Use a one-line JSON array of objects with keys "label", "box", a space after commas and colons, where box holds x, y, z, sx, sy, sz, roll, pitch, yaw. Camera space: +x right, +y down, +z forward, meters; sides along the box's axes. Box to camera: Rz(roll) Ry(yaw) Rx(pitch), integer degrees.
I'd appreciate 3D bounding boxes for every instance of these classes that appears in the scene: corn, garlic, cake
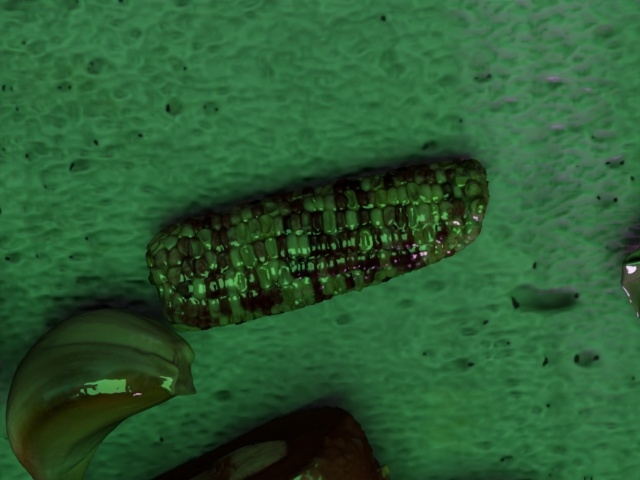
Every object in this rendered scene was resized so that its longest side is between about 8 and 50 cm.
[{"label": "corn", "box": [0.000, 0.000, 1.523, 0.290, 0.098, 0.098, -16, 112, 0]}, {"label": "garlic", "box": [-0.201, 0.126, 1.553, 0.128, 0.115, 0.206, 11, 136, -32]}, {"label": "cake", "box": [-0.067, 0.252, 1.580, 0.283, 0.177, 0.151, -30, 110, 4]}]

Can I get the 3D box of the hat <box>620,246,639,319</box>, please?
[{"label": "hat", "box": [0.352, 0.005, 1.562, 0.166, 0.144, 0.173, 28, 66, 5]}]
